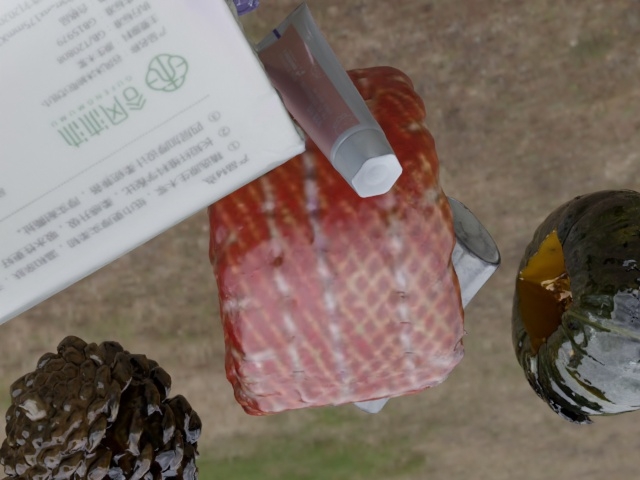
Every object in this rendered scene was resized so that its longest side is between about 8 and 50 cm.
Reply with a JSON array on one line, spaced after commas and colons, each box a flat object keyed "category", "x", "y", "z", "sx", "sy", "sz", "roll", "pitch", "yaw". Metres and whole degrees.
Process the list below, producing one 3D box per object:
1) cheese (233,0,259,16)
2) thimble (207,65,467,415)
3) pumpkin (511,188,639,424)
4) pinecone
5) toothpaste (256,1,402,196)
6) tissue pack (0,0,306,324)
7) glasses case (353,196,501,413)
[{"category": "cheese", "x": -0.124, "y": -0.439, "z": 2.049, "sx": 0.042, "sy": 0.105, "sz": 0.191, "roll": 14, "pitch": 120, "yaw": 28}, {"category": "thimble", "x": 0.000, "y": 0.000, "z": 1.344, "sx": 0.230, "sy": 0.350, "sz": 0.350, "roll": -8, "pitch": 153, "yaw": -4}, {"category": "pumpkin", "x": 0.376, "y": 0.080, "z": 1.771, "sx": 0.192, "sy": 0.320, "sz": 0.320, "roll": 13, "pitch": 146, "yaw": -16}, {"category": "pinecone", "x": -0.256, "y": 0.245, "z": 1.600, "sx": 0.257, "sy": 0.243, "sz": 0.243, "roll": 29, "pitch": 139, "yaw": -14}, {"category": "toothpaste", "x": 0.001, "y": -0.106, "z": 0.999, "sx": 0.067, "sy": 0.194, "sz": 0.043, "roll": -42, "pitch": 138, "yaw": 12}, {"category": "tissue pack", "x": -0.229, "y": -0.102, "z": 0.920, "sx": 0.356, "sy": 0.194, "sz": 0.266, "roll": -30, "pitch": 129, "yaw": 1}, {"category": "glasses case", "x": 0.109, "y": 0.086, "z": 1.653, "sx": 0.060, "sy": 0.114, "sz": 0.299, "roll": -6, "pitch": 143, "yaw": -41}]
